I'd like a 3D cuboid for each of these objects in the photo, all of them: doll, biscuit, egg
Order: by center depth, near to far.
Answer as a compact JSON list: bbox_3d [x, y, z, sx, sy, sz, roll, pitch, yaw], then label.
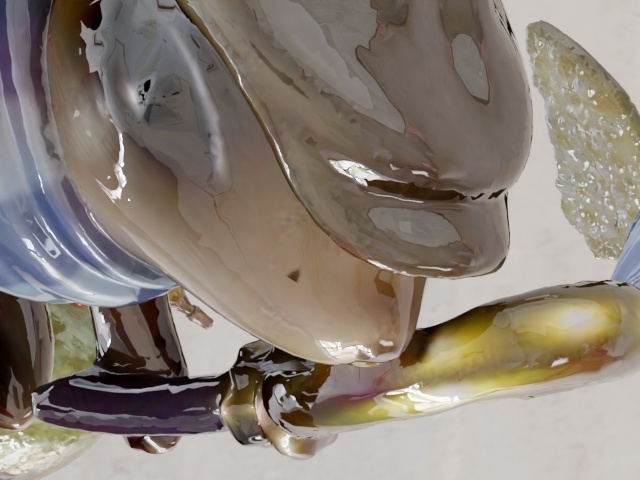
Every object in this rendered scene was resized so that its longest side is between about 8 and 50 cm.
[{"bbox_3d":[-0.088,-0.006,0.588,0.339,0.318,0.209,-28,58,24],"label":"doll"},{"bbox_3d":[0.269,-0.075,1.732,0.038,0.290,0.141,-40,47,-21],"label":"biscuit"},{"bbox_3d":[-0.318,0.126,1.793,0.289,0.238,0.238,-2,91,20],"label":"egg"}]

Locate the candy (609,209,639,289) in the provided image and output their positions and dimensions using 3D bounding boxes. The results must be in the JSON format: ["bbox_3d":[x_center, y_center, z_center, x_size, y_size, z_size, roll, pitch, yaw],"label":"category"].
[{"bbox_3d":[0.342,-0.071,1.541,0.077,0.331,0.187,43,144,-3],"label":"candy"}]

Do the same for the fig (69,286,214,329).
[{"bbox_3d":[-0.157,0.013,1.566,0.153,0.119,0.119,17,97,6],"label":"fig"}]
